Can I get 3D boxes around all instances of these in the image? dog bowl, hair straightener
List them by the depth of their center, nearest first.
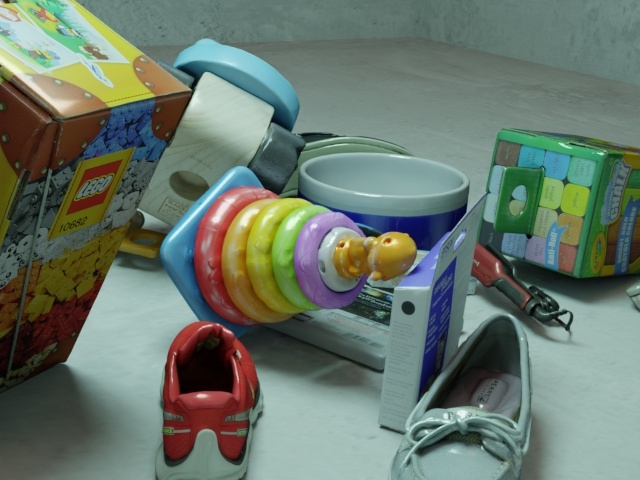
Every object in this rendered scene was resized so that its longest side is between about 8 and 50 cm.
[{"bbox_3d":[0.266,0.058,1.383,0.089,0.047,0.230,18,11,-31],"label":"hair straightener"},{"bbox_3d":[0.095,-0.056,1.648,0.265,0.104,0.265,4,19,-1],"label":"dog bowl"}]

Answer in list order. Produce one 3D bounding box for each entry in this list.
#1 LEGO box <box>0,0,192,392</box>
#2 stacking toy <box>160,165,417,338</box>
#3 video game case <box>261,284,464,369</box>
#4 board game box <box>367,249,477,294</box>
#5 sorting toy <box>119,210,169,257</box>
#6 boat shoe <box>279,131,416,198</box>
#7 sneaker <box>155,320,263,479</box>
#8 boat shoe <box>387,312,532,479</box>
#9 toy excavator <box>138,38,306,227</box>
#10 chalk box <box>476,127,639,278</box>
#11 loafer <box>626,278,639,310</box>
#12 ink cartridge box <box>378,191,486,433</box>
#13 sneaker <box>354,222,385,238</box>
[{"bbox_3d":[-0.432,-0.128,1.064,0.500,0.372,0.193,38,29,14],"label":"LEGO box"},{"bbox_3d":[-0.010,0.018,1.160,0.302,0.166,0.175,-1,40,45],"label":"stacking toy"},{"bbox_3d":[0.051,0.099,1.302,0.190,0.022,0.173,17,23,37],"label":"video game case"},{"bbox_3d":[0.124,0.039,1.453,0.154,0.026,0.103,6,16,-21],"label":"board game box"},{"bbox_3d":[-0.377,-0.012,1.516,0.348,0.047,0.196,17,27,25],"label":"sorting toy"},{"bbox_3d":[-0.001,-0.131,1.824,0.340,0.127,0.113,-7,27,2],"label":"boat shoe"},{"bbox_3d":[-0.103,0.129,1.026,0.107,0.118,0.279,1,18,-8],"label":"sneaker"},{"bbox_3d":[0.140,0.166,0.983,0.118,0.103,0.320,10,19,19],"label":"boat shoe"},{"bbox_3d":[-0.155,-0.180,1.587,0.222,0.433,0.445,28,49,-10],"label":"toy excavator"},{"bbox_3d":[0.350,-0.054,1.502,0.179,0.180,0.289,19,15,41],"label":"chalk box"},{"bbox_3d":[0.453,0.069,1.452,0.045,0.039,0.125,-25,-4,36],"label":"loafer"},{"bbox_3d":[0.119,0.066,1.115,0.045,0.208,0.206,14,20,17],"label":"ink cartridge box"},{"bbox_3d":[0.000,0.000,1.519,0.209,0.069,0.082,2,15,-4],"label":"sneaker"}]
